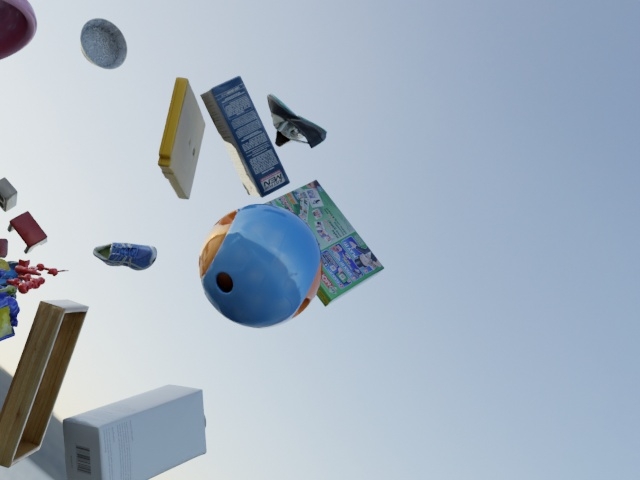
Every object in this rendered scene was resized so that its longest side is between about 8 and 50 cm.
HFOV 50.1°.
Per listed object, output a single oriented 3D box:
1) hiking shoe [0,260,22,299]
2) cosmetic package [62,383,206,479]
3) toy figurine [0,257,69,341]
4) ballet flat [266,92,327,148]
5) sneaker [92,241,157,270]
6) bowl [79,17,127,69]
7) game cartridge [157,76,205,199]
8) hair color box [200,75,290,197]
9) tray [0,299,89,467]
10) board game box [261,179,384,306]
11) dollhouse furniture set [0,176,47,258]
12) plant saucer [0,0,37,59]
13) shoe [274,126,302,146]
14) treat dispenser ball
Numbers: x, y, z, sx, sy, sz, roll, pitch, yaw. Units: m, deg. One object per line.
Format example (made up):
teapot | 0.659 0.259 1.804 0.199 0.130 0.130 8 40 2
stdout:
hiking shoe | -0.876 0.173 1.884 0.131 0.304 0.113 3 -50 10
cosmetic package | -0.488 0.531 1.847 0.155 0.365 0.197 -1 -87 34
toy figurine | -0.757 0.184 1.581 0.191 0.218 0.362 9 10 9
ballet flat | -0.075 -0.293 1.705 0.203 0.074 0.074 38 -26 22
sneaker | -0.587 0.046 2.052 0.211 0.080 0.081 -4 -16 21
bowl | -0.742 -0.648 2.290 0.080 0.170 0.170 -6 -51 43
game cartridge | -0.436 -0.313 2.158 0.052 0.286 0.324 8 -16 4
hair color box | -0.228 -0.308 2.064 0.348 0.105 0.174 66 -15 -15
tray | -0.737 0.361 1.794 0.076 0.411 0.203 17 -4 0
board game box | 0.000 0.000 1.844 0.317 0.213 0.046 53 -38 12
dollhouse furniture set | -0.987 -0.112 1.989 0.374 0.201 0.152 52 -31 1
plant saucer | -0.750 -0.452 1.373 0.332 0.331 0.084 -30 -105 61
shoe | -0.096 -0.330 2.112 0.076 0.058 0.219 46 -13 -9
treat dispenser ball | -0.138 0.059 1.584 0.288 0.288 0.288 30 -29 19
